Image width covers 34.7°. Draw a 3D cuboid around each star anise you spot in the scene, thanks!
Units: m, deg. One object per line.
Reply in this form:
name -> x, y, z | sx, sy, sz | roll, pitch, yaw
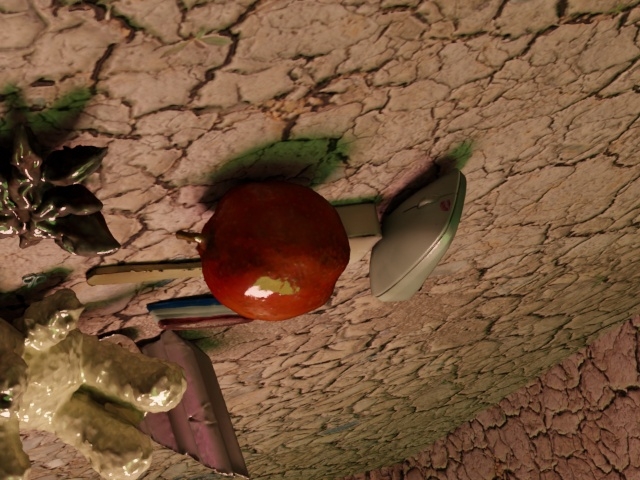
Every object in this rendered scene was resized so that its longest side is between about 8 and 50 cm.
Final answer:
star anise -> -0.340, -0.047, 1.197 | 0.212, 0.129, 0.283 | 6, 147, -16

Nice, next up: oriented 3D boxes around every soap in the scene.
soap -> 0.000, 0.000, 1.662 | 0.183, 0.064, 0.121 | -7, 156, -29
soap -> -0.308, 0.352, 1.932 | 0.258, 0.302, 0.159 | -22, 166, 5

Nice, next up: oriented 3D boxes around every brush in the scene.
brush -> -0.215, 0.046, 1.645 | 0.336, 0.020, 0.085 | -3, 153, -35

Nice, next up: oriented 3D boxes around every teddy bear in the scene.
teddy bear -> -0.430, 0.226, 1.507 | 0.327, 0.375, 0.362 | -64, 175, -1

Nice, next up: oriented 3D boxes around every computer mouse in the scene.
computer mouse -> 0.147, -0.007, 1.685 | 0.097, 0.159, 0.288 | 22, 145, -4

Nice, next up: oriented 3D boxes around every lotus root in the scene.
lotus root -> -0.372, 0.232, 1.823 | 0.122, 0.112, 0.081 | -16, 165, -13

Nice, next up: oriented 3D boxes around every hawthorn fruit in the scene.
hawthorn fruit -> -0.087, 0.013, 1.451 | 0.253, 0.205, 0.205 | 2, 150, -34

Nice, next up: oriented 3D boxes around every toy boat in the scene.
toy boat -> -0.208, 0.130, 1.820 | 0.229, 0.046, 0.080 | 0, 154, -45

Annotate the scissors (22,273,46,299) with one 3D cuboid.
scissors -> -0.434, 0.071, 1.529 | 0.036, 0.006, 0.083 | -4, 153, -31
